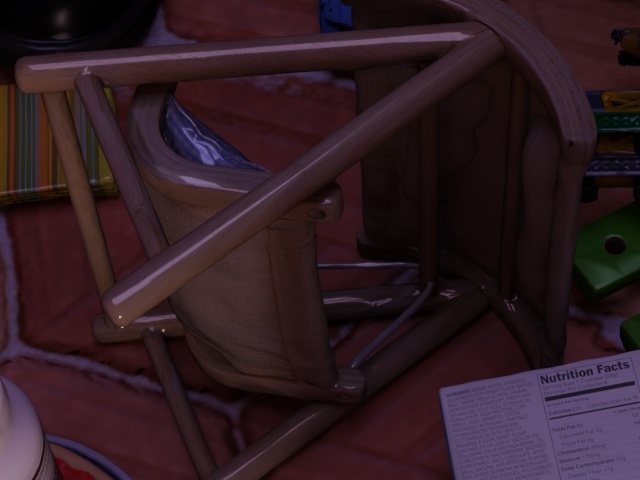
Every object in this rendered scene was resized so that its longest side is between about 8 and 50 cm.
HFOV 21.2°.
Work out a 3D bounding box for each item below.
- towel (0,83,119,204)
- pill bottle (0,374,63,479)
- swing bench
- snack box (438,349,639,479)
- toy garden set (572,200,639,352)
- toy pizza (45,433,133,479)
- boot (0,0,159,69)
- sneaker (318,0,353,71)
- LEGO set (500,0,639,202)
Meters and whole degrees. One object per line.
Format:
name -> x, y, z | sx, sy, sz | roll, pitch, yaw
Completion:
towel -> -0.249, -0.056, 1.112 | 0.237, 0.021, 0.102 | -7, 50, 0
pill bottle -> -0.177, 0.119, 0.866 | 0.086, 0.152, 0.086 | -2, 54, 3
swing bench -> 0.000, 0.000, 0.915 | 0.254, 0.253, 0.165 | -19, 57, -10
snack box -> 0.233, 0.136, 0.869 | 0.322, 0.060, 0.187 | -11, 56, 4
toy garden set -> 0.287, 0.056, 0.986 | 0.204, 0.049, 0.244 | -26, 57, -12
toy pizza -> -0.182, 0.189, 0.930 | 0.201, 0.032, 0.201 | -2, 56, 2
boot -> -0.169, -0.310, 1.133 | 0.131, 0.260, 0.348 | 4, 56, 6
sneaker -> 0.022, -0.167, 1.141 | 0.082, 0.069, 0.209 | -27, 58, -10
LEGO set -> 0.153, -0.205, 1.023 | 0.255, 0.331, 0.192 | -8, 19, 7
